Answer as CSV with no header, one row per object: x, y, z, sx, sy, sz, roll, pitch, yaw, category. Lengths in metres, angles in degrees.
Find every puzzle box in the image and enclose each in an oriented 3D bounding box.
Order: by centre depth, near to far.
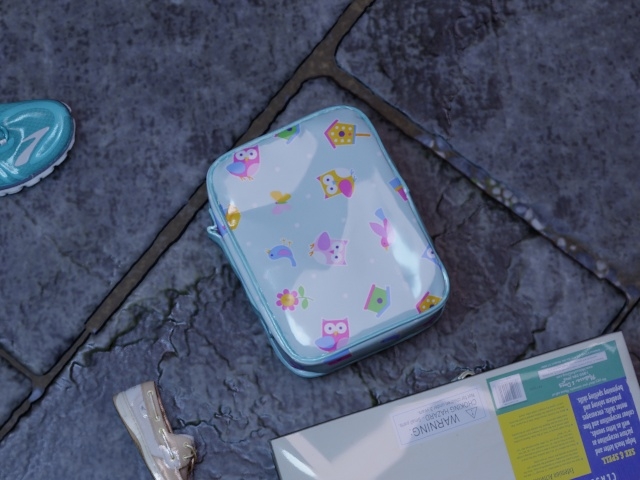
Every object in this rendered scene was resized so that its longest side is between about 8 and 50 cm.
0.174,0.284,1.815,0.409,0.052,0.272,-16,86,-9,puzzle box

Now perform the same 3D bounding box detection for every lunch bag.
0.000,0.000,1.891,0.224,0.108,0.279,-25,75,-4,lunch bag

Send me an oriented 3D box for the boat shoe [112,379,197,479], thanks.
-0.165,0.228,1.845,0.059,0.063,0.170,-31,77,-4,boat shoe

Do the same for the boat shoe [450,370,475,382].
0.156,0.222,1.866,0.056,0.048,0.153,9,74,1,boat shoe

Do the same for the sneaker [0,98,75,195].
-0.412,-0.104,1.905,0.275,0.110,0.107,-12,75,-6,sneaker
